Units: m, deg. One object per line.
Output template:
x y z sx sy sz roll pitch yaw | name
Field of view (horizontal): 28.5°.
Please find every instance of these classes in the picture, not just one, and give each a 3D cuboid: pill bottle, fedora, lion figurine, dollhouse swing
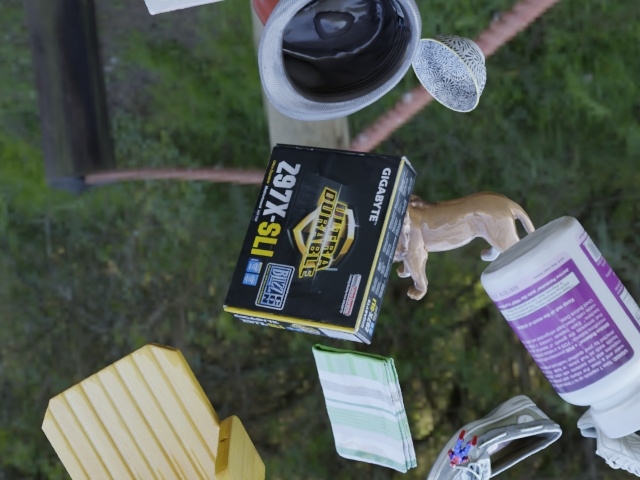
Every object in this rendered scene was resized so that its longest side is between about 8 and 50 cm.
0.380 0.129 1.826 0.169 0.301 0.169 -35 -178 1 | pill bottle
0.014 -0.319 1.944 0.275 0.244 0.124 -23 -145 -11 | fedora
0.235 -0.023 2.310 0.392 0.240 0.142 -14 -142 -1 | lion figurine
-0.321 0.403 2.199 0.347 0.305 0.315 -29 -163 9 | dollhouse swing

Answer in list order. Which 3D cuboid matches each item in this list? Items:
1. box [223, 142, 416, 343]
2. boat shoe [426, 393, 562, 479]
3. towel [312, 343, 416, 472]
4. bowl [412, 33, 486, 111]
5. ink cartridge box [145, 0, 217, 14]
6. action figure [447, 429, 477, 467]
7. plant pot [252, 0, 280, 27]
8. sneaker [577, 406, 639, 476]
0.000 0.000 2.166 0.257 0.322 0.079 8 162 28 | box
0.311 0.391 2.307 0.103 0.118 0.320 34 -139 32 | boat shoe
0.048 0.194 1.455 0.113 0.152 0.023 5 -149 36 | towel
0.262 -0.337 2.420 0.080 0.170 0.170 -42 -166 -22 | bowl
-0.169 -0.377 1.389 0.066 0.261 0.296 -18 -174 33 | ink cartridge box
0.236 0.359 2.142 0.038 0.030 0.115 20 149 5 | action figure
-0.004 -0.463 2.570 0.272 0.272 0.265 -4 -145 -25 | plant pot
0.627 0.424 2.518 0.118 0.110 0.292 -33 -140 -6 | sneaker
